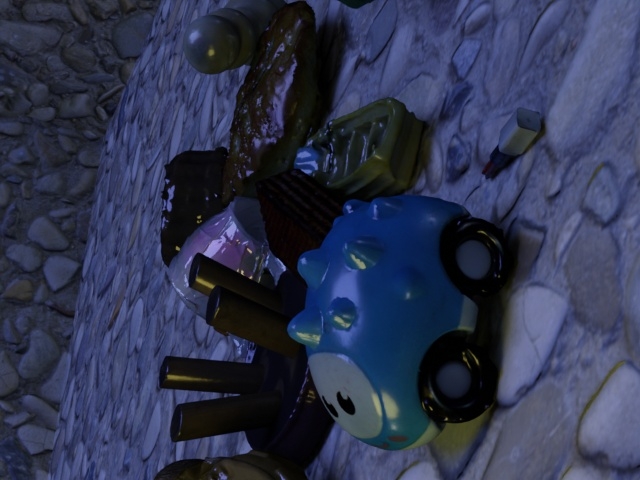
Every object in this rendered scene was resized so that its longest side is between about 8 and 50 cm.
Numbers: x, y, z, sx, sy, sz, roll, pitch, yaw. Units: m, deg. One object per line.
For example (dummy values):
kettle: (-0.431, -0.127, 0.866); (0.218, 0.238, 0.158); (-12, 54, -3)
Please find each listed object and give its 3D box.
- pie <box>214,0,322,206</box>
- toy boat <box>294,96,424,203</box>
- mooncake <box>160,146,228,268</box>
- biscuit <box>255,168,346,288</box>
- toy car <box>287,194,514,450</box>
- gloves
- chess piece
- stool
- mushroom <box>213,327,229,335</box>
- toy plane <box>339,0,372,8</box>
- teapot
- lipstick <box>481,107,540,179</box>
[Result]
pie: (-0.073, -0.218, 2.029); (0.288, 0.102, 0.355); (-101, 31, -54)
toy boat: (0.052, -0.105, 1.592); (0.276, 0.084, 0.111); (-18, 56, 66)
mooncake: (-0.215, -0.050, 2.204); (0.228, 0.124, 0.228); (0, -90, -90)
biscuit: (0.000, 0.000, 1.547); (0.252, 0.070, 0.106); (41, 147, 58)
toy car: (0.061, 0.071, 1.227); (0.188, 0.190, 0.255); (158, 124, -67)
gloves: (-0.078, 0.315, 1.482); (0.331, 0.154, 0.141); (-2, 54, 53)
chess piece: (-0.148, -0.346, 2.155); (0.133, 0.133, 0.243); (-65, -12, 27)
stool: (-0.090, 0.150, 1.635); (0.272, 0.178, 0.272); (-166, 90, -72)
mushroom: (-0.130, 0.126, 1.991); (0.187, 0.061, 0.060); (9, 78, 68)
toy plane: (0.076, -0.509, 1.757); (0.106, 0.155, 0.382); (-110, 22, -61)
teapot: (-0.117, 0.042, 1.847); (0.178, 0.163, 0.222); (-54, 24, 28)
lipstick: (0.185, -0.092, 1.258); (0.107, 0.025, 0.025); (122, 158, -57)
